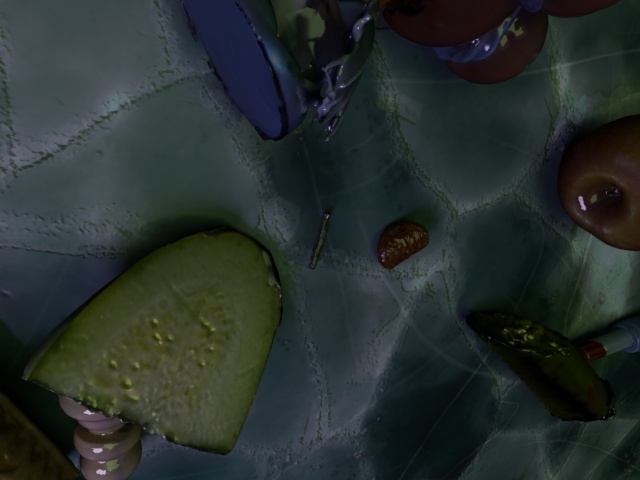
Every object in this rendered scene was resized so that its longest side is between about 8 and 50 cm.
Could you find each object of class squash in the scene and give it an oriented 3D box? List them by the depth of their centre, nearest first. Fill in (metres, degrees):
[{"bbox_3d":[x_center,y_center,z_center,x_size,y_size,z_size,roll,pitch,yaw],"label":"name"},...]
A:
[{"bbox_3d":[-0.140,0.086,0.520,0.155,0.204,0.237,-38,124,16],"label":"squash"}]

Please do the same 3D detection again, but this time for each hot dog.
[{"bbox_3d":[0.116,0.006,0.679,0.083,0.035,0.058,-30,117,-13],"label":"hot dog"}]

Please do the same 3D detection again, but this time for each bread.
[{"bbox_3d":[-0.358,0.190,0.480,0.087,0.098,0.269,-19,116,8],"label":"bread"}]

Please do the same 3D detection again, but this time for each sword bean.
[{"bbox_3d":[0.000,0.000,0.637,0.012,0.012,0.083,10,102,-28],"label":"sword bean"}]

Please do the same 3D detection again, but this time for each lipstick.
[{"bbox_3d":[0.624,0.202,0.969,0.274,0.068,0.061,-12,115,-22],"label":"lipstick"}]

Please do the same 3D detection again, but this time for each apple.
[{"bbox_3d":[0.488,-0.088,0.727,0.188,0.211,0.210,-22,115,-20],"label":"apple"}]

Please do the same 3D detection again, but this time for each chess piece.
[{"bbox_3d":[-0.246,0.213,0.551,0.094,0.094,0.170,-7,114,-23],"label":"chess piece"}]

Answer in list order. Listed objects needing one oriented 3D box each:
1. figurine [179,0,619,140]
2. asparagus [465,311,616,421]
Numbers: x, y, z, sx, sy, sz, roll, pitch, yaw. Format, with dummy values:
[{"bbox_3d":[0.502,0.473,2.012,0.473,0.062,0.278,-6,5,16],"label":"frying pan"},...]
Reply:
[{"bbox_3d":[0.090,-0.246,0.470,0.388,0.277,0.248,-33,94,-15],"label":"figurine"},{"bbox_3d":[0.407,0.221,0.848,0.382,0.129,0.108,42,52,-29],"label":"asparagus"}]
